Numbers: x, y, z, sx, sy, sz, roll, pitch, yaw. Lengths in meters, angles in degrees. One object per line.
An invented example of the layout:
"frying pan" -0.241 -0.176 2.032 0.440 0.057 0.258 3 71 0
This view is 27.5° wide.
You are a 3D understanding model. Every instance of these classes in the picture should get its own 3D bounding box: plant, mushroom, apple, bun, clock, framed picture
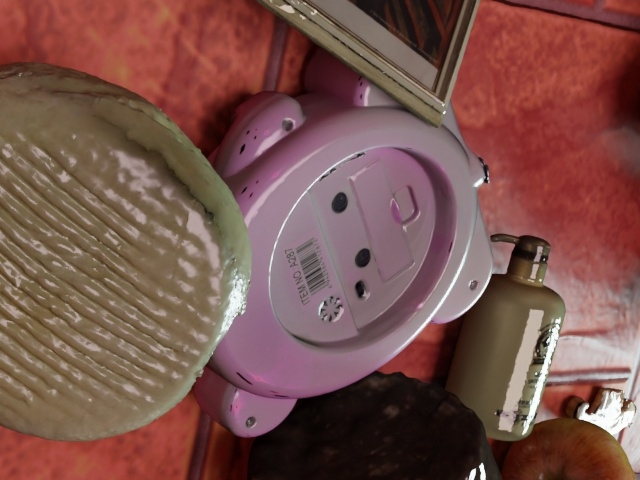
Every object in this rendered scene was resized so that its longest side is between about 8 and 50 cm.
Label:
"plant" 0.050 0.248 0.958 0.188 0.199 0.276 -27 123 -35
"mushroom" 0.261 0.160 1.214 0.101 0.019 0.049 10 100 -43
"apple" 0.216 0.215 1.130 0.102 0.126 0.126 12 99 -57
"bun" -0.151 0.002 0.737 0.221 0.108 0.221 -2 110 -4
"clock" 0.000 0.000 0.899 0.248 0.090 0.228 -34 124 -23
"framed picture" 0.048 -0.240 0.840 0.216 0.016 0.273 29 71 -36

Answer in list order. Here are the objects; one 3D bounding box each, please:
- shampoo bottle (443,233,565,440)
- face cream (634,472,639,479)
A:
"shampoo bottle" 0.152 0.075 1.054 0.079 0.079 0.162 7 101 -41
"face cream" 0.420 0.316 1.338 0.096 0.154 0.274 -38 144 29
